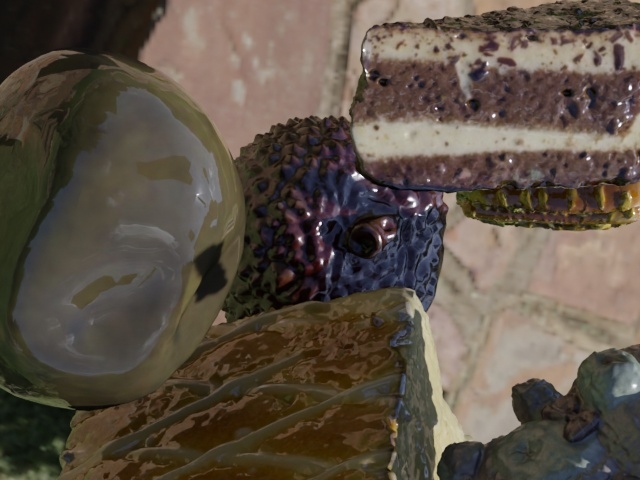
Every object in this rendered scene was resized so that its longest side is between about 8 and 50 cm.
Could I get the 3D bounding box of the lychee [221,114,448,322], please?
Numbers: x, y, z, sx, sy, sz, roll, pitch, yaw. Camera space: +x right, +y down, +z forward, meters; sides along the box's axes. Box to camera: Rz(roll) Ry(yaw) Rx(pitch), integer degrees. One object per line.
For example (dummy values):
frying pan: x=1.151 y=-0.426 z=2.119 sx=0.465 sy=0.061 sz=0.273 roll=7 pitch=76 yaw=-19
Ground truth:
lychee: x=0.000 y=0.000 z=1.710 sx=0.306 sy=0.330 sz=0.306 roll=2 pitch=86 yaw=-27

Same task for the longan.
longan: x=-0.208 y=-0.008 z=1.303 sx=0.288 sy=0.288 sz=0.350 roll=-15 pitch=143 yaw=-43

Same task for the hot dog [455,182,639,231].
hot dog: x=0.325 y=-0.058 z=2.062 sx=0.115 sy=0.269 sz=0.072 roll=60 pitch=32 yaw=-61

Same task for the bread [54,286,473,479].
bread: x=-0.053 y=0.272 z=1.415 sx=0.279 sy=0.390 sz=0.371 roll=60 pitch=22 yaw=-31

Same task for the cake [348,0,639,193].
cake: x=0.124 y=-0.098 z=0.945 sx=0.246 sy=0.135 sz=0.112 roll=-3 pitch=109 yaw=-13

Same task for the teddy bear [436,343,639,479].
teddy bear: x=0.240 y=0.194 z=1.296 sx=0.267 sy=0.236 sz=0.151 roll=-40 pitch=119 yaw=6
